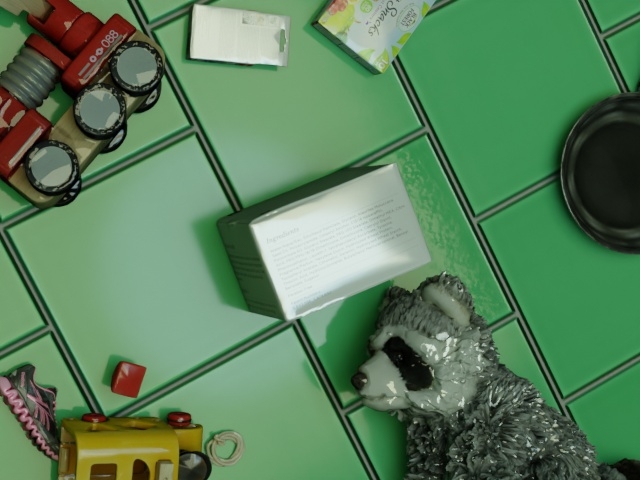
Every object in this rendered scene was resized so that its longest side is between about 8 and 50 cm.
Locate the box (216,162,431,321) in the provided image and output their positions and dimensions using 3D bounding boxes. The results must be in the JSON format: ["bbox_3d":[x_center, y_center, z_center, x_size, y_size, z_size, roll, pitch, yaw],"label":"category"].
[{"bbox_3d":[0.000,0.000,1.792,0.182,0.181,0.119,-23,97,-14],"label":"box"}]

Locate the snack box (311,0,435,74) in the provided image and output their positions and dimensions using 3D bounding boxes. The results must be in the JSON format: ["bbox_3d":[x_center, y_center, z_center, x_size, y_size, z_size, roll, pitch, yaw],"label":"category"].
[{"bbox_3d":[0.070,-0.278,1.883,0.100,0.037,0.141,37,81,-14],"label":"snack box"}]

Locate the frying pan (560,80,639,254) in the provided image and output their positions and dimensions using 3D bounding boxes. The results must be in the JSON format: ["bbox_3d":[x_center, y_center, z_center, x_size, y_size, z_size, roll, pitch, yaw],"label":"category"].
[{"bbox_3d":[0.371,-0.145,1.959,0.197,0.053,0.326,-7,90,-15],"label":"frying pan"}]

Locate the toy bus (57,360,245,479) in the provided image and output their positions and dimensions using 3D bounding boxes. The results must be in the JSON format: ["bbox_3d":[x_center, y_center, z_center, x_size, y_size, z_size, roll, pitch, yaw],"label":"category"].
[{"bbox_3d":[-0.190,0.247,1.767,0.202,0.104,0.191,-44,111,-10],"label":"toy bus"}]

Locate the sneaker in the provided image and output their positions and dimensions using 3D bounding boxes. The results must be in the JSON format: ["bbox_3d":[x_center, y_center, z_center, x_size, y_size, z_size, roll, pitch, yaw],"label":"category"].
[{"bbox_3d":[-0.308,0.189,1.785,0.057,0.047,0.119,-35,101,-24],"label":"sneaker"}]

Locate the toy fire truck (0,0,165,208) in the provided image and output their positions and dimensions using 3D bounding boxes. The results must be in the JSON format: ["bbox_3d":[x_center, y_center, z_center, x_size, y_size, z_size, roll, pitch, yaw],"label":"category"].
[{"bbox_3d":[-0.316,-0.187,1.734,0.246,0.158,0.217,39,81,0],"label":"toy fire truck"}]

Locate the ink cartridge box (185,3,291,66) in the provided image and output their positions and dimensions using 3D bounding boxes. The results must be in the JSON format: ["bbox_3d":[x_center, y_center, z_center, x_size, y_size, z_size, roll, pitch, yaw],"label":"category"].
[{"bbox_3d":[-0.094,-0.232,1.844,0.115,0.029,0.062,4,89,-16],"label":"ink cartridge box"}]

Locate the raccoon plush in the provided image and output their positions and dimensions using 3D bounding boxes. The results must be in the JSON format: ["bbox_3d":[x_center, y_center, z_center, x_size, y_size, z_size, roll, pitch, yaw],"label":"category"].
[{"bbox_3d":[0.228,0.194,1.899,0.446,0.216,0.299,6,73,-44],"label":"raccoon plush"}]
